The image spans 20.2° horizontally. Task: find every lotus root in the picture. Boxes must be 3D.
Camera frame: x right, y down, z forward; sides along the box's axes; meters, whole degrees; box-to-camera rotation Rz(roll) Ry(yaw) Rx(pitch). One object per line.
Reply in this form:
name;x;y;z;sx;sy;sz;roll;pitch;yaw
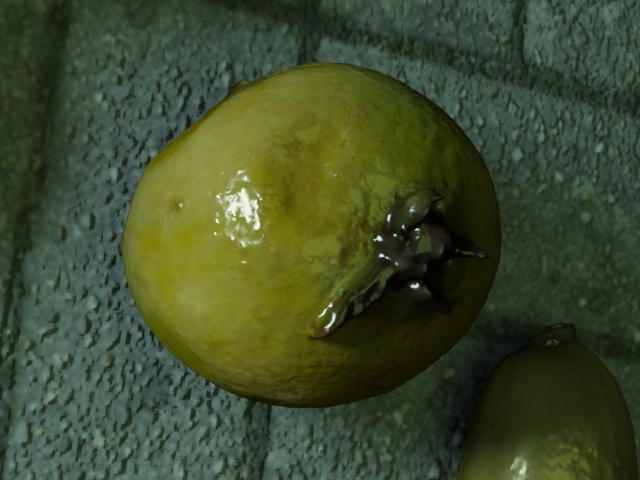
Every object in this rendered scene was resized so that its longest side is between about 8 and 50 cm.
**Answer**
lotus root;0.165;0.210;1.337;0.146;0.131;0.303;15;84;-34

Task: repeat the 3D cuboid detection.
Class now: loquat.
loquat;0.000;0.000;1.149;0.244;0.244;0.244;-2;93;-36
